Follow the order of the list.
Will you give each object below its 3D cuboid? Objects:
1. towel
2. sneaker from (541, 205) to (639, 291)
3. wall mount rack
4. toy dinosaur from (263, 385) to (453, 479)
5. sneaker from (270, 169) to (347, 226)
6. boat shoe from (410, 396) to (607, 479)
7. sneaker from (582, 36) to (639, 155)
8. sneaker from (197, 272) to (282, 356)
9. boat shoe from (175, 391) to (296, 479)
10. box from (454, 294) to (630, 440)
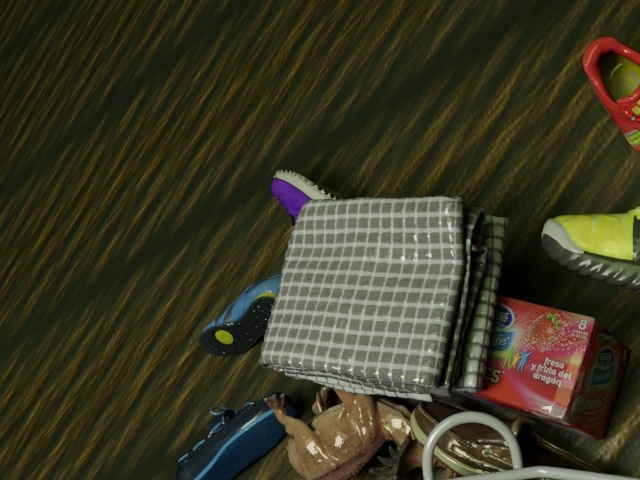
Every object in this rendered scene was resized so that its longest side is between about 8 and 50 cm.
[{"bbox_3d":[0.069,0.064,1.037,0.283,0.121,0.235,-1,66,39],"label":"towel"},{"bbox_3d":[0.432,-0.004,0.915,0.384,0.145,0.147,7,92,30],"label":"sneaker"},{"bbox_3d":[0.233,0.360,0.911,0.304,0.130,0.350,-10,96,5],"label":"wall mount rack"},{"bbox_3d":[0.036,0.279,1.168,0.295,0.127,0.200,-35,62,32],"label":"toy dinosaur"},{"bbox_3d":[0.000,0.000,1.303,0.293,0.102,0.146,35,99,41],"label":"sneaker"},{"bbox_3d":[0.227,0.245,1.018,0.257,0.095,0.095,27,120,28],"label":"boat shoe"},{"bbox_3d":[0.399,-0.139,1.012,0.107,0.118,0.279,-46,51,19],"label":"sneaker"},{"bbox_3d":[-0.118,0.120,1.393,0.209,0.069,0.082,-36,22,35],"label":"sneaker"},{"bbox_3d":[-0.148,0.303,1.317,0.258,0.109,0.089,-41,50,19],"label":"boat shoe"},{"bbox_3d":[0.223,0.140,1.048,0.256,0.128,0.123,12,76,42],"label":"box"}]
